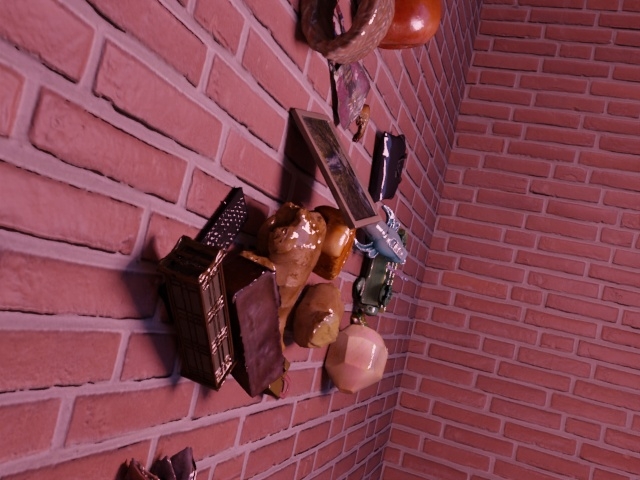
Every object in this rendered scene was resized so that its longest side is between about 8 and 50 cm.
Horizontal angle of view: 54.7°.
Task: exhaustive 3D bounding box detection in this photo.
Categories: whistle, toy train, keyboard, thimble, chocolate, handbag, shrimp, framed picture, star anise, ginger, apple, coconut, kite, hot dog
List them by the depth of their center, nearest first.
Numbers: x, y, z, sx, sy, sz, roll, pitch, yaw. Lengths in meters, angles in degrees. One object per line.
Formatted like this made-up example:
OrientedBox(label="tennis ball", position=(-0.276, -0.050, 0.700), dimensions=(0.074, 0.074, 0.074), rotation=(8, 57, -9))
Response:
OrientedBox(label="star anise", position=(-0.305, 0.490, 1.154), dimensions=(0.229, 0.093, 0.236), rotation=(-56, 147, -35))
OrientedBox(label="keyboard", position=(-0.220, 0.020, 1.215), dimensions=(0.101, 0.018, 0.310), rotation=(83, 27, -43))
OrientedBox(label="chocolate", position=(-0.153, 0.173, 1.283), dimensions=(0.112, 0.112, 0.321), rotation=(-33, 137, -32))
OrientedBox(label="ginger", position=(-0.099, 0.100, 1.388), dimensions=(0.236, 0.166, 0.376), rotation=(6, 95, -75))
OrientedBox(label="thimble", position=(0.058, -0.535, 1.425), dimensions=(0.229, 0.196, 0.148), rotation=(-53, 165, 21))
OrientedBox(label="framed picture", position=(0.046, -0.180, 1.558), dimensions=(0.324, 0.020, 0.240), rotation=(64, 22, 5))
OrientedBox(label="hot dog", position=(0.000, 0.000, 1.604), dimensions=(0.150, 0.153, 0.257), rotation=(-58, 171, -19))
OrientedBox(label="kite", position=(0.068, -0.482, 1.698), dimensions=(0.204, 0.022, 0.360), rotation=(-61, 150, -30))
OrientedBox(label="ginger", position=(-0.003, 0.218, 1.748), dimensions=(0.138, 0.152, 0.267), rotation=(60, 19, -23))
OrientedBox(label="apple", position=(0.220, -0.663, 1.751), dimensions=(0.253, 0.253, 0.254), rotation=(11, 90, -70))
OrientedBox(label="shrimp", position=(0.113, -0.362, 1.906), dimensions=(0.178, 0.034, 0.124), rotation=(-30, 136, -67))
OrientedBox(label="coconut", position=(0.126, 0.419, 2.128), dimensions=(0.237, 0.197, 0.237), rotation=(10, 90, -76))
OrientedBox(label="whistle", position=(0.212, -0.014, 2.141), dimensions=(0.186, 0.093, 0.274), rotation=(-48, 112, -17))
OrientedBox(label="handbag", position=(0.249, -0.266, 2.245), dimensions=(0.211, 0.088, 0.254), rotation=(-16, 116, -62))
OrientedBox(label="toy train", position=(0.232, 0.111, 2.339), dimensions=(0.237, 0.150, 0.369), rotation=(49, 56, -73))

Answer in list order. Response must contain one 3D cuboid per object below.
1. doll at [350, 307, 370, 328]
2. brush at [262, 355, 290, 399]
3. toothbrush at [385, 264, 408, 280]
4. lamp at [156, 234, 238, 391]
OrientedBox(label="doll", position=(0.156, 0.311, 2.325), dimensions=(0.078, 0.076, 0.113), rotation=(-33, 131, -52))
OrientedBox(label="brush", position=(-0.111, 0.378, 1.672), dimensions=(0.233, 0.047, 0.103), rotation=(66, 40, -59))
OrientedBox(label="toothbrush", position=(0.271, 0.116, 2.204), dimensions=(0.193, 0.019, 0.013), rotation=(34, 70, -55))
OrientedBox(label="lamp", position=(-0.218, 0.142, 1.131), dimensions=(0.325, 0.089, 0.090), rotation=(92, 23, -43))
